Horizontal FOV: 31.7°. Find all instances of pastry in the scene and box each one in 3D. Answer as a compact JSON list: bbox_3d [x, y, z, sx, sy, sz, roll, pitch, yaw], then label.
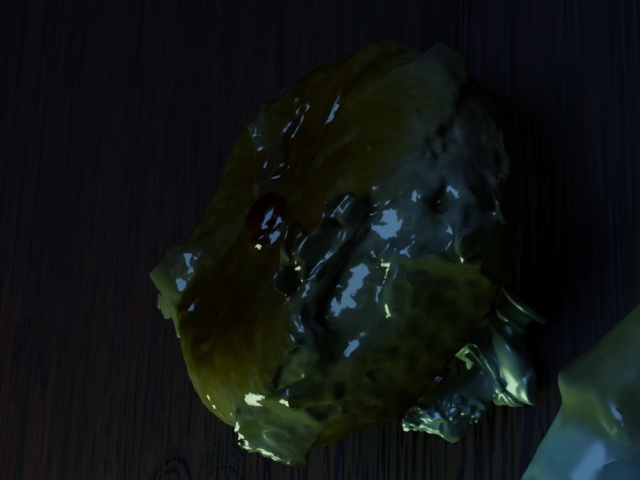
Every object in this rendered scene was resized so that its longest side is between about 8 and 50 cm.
[{"bbox_3d":[0.003,-0.005,0.651,0.257,0.121,0.235,-51,29,22],"label":"pastry"}]

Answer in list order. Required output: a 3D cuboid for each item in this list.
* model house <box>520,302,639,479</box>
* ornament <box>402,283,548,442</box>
[{"bbox_3d":[0.189,0.115,0.351,0.267,0.194,0.324,35,104,52],"label":"model house"},{"bbox_3d":[0.088,0.069,0.615,0.068,0.041,0.092,9,77,48],"label":"ornament"}]
